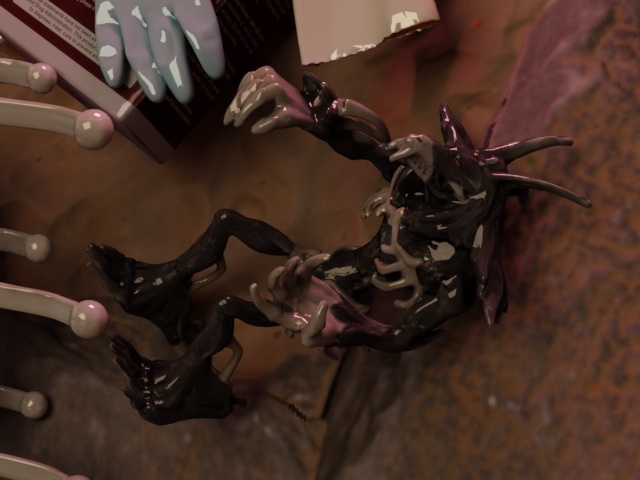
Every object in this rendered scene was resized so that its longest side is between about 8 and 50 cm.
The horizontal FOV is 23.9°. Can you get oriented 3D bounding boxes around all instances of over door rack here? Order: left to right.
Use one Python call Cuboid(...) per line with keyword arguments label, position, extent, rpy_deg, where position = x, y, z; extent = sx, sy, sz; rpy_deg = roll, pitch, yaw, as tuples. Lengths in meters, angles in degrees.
Cuboid(label="over door rack", position=(-0.167, 0.056, 0.784), extent=(0.108, 0.324, 0.239), rpy_deg=(3, 110, -6))

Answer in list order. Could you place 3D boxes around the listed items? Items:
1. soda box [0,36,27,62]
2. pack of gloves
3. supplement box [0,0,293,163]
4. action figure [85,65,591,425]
Cuboid(label="soda box", position=(-0.245, -0.196, 1.064), extent=(0.216, 0.074, 0.069), rpy_deg=(37, 93, 33))
Cuboid(label="pack of gloves", position=(-0.056, -0.199, 0.871), extent=(0.195, 0.046, 0.232), rpy_deg=(-18, 67, 8))
Cuboid(label="supplement box", position=(-0.077, -0.182, 0.935), extent=(0.130, 0.073, 0.239), rpy_deg=(37, 85, 25))
Cuboid(label="action figure", position=(0.000, 0.000, 0.823), extent=(0.276, 0.141, 0.164), rpy_deg=(-28, 51, 21))
